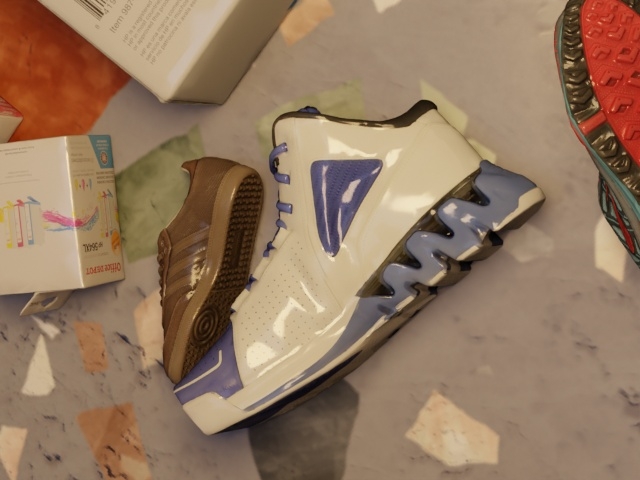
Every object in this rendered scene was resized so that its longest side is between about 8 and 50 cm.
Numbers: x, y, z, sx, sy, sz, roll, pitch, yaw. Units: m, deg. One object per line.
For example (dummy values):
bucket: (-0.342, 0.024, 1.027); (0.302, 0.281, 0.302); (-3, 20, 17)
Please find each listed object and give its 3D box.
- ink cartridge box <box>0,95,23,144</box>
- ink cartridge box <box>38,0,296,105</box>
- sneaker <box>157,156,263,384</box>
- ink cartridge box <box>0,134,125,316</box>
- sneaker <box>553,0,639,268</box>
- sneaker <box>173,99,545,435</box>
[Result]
ink cartridge box: (-0.391, -0.111, 1.392); (0.218, 0.092, 0.158); (39, 103, 10)
ink cartridge box: (-0.152, -0.285, 1.289); (0.307, 0.129, 0.223); (39, 103, 12)
sneaker: (-0.102, 0.023, 1.334); (0.071, 0.066, 0.188); (19, 93, 32)
ink cartridge box: (-0.223, -0.012, 1.345); (0.090, 0.092, 0.143); (-6, 92, 17)
sneaker: (0.228, -0.055, 1.182); (0.104, 0.125, 0.261); (-26, 95, -16)
sneaker: (0.001, -0.001, 1.270); (0.315, 0.127, 0.182); (-39, 78, 8)
